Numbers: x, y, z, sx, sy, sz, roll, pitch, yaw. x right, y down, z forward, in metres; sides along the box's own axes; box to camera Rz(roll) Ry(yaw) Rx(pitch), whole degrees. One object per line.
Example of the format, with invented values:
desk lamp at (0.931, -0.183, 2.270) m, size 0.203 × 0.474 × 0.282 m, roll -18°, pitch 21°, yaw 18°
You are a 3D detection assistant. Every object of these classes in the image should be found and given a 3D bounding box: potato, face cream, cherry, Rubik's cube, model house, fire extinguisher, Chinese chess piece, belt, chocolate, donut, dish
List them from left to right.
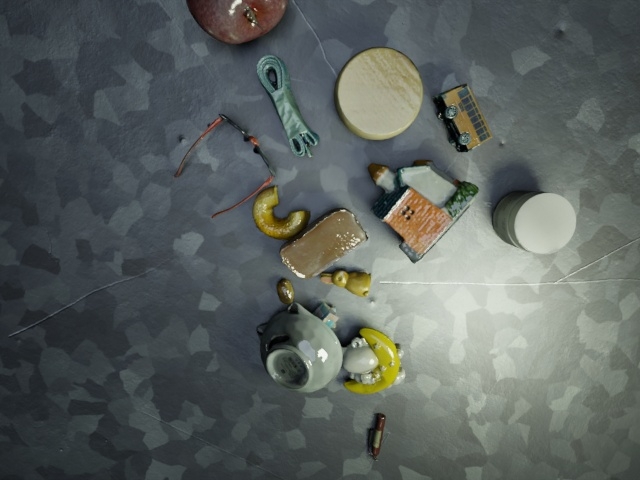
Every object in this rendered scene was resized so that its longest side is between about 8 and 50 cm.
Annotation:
cherry at (-0.224, -0.654, 1.072) m, size 0.261 × 0.221 × 0.308 m, roll -28°, pitch 87°, yaw -3°
donut at (-0.129, -0.072, 1.255) m, size 0.181 × 0.078 × 0.146 m, roll 38°, pitch 96°, yaw -6°
potato at (-0.112, 0.162, 1.316) m, size 0.051 × 0.040 × 0.084 m, roll -12°, pitch 100°, yaw 7°
belt at (-0.090, -0.380, 1.195) m, size 0.087 × 0.072 × 0.303 m, roll -25°, pitch 100°, yaw 7°
dish at (-0.080, 0.357, 1.270) m, size 0.302 × 0.120 × 0.304 m, roll 7°, pitch 111°, yaw 19°
chocolate at (0.001, -0.001, 1.262) m, size 0.261 × 0.083 × 0.161 m, roll -32°, pitch 123°, yaw 2°
Rubik's cube at (0.021, 0.243, 1.319) m, size 0.075 × 0.084 × 0.073 m, roll -39°, pitch 126°, yaw 22°
fire extinguisher at (0.187, 0.676, 1.421) m, size 0.048 × 0.035 × 0.174 m, roll 8°, pitch 98°, yaw -5°
Chinese chess piece at (0.163, -0.412, 1.178) m, size 0.250 × 0.097 × 0.251 m, roll 0°, pitch 100°, yaw 0°
model house at (0.264, -0.125, 1.216) m, size 0.300 × 0.190 × 0.271 m, roll 41°, pitch 102°, yaw 8°
face cream at (0.620, -0.057, 1.221) m, size 0.177 × 0.153 × 0.178 m, roll 0°, pitch 100°, yaw -2°

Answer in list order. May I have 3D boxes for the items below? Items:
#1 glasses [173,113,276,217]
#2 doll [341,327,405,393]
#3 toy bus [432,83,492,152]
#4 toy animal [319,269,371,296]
glasses at (-0.283, -0.203, 1.208) m, size 0.268 × 0.118 × 0.234 m, roll -41°, pitch 100°, yaw 7°
doll at (0.143, 0.378, 1.323) m, size 0.251 × 0.111 × 0.238 m, roll -13°, pitch 112°, yaw 16°
toy bus at (0.407, -0.354, 1.193) m, size 0.103 × 0.091 × 0.182 m, roll -30°, pitch 101°, yaw 4°
toy animal at (0.076, 0.126, 1.292) m, size 0.159 × 0.083 × 0.070 m, roll 15°, pitch 124°, yaw 4°
